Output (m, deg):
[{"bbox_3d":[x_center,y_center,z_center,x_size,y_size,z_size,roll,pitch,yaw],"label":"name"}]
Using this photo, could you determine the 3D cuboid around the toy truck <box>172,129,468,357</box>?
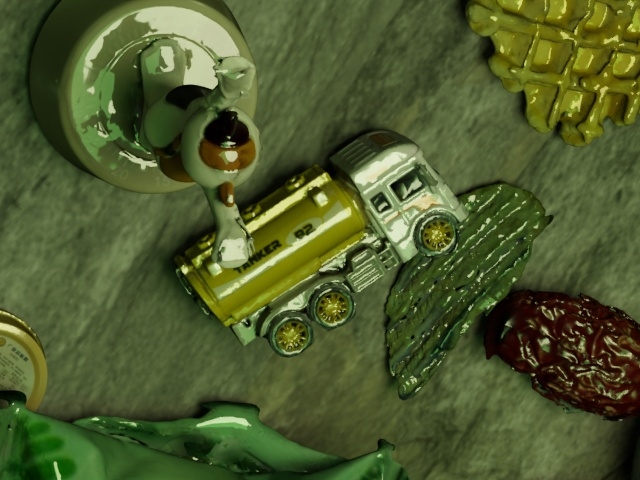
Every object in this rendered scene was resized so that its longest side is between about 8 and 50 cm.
[{"bbox_3d":[0.000,0.000,1.557,0.227,0.098,0.114,-34,111,-5],"label":"toy truck"}]

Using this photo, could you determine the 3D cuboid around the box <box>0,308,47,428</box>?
[{"bbox_3d":[-0.270,0.105,1.529,0.105,0.037,0.106,-7,112,-18],"label":"box"}]

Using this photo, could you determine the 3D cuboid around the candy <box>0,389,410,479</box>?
[{"bbox_3d":[-0.148,0.259,1.563,0.397,0.172,0.263,9,109,-12],"label":"candy"}]

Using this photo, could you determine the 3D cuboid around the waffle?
[{"bbox_3d":[0.243,-0.219,1.592,0.261,0.056,0.250,-32,115,-4],"label":"waffle"}]

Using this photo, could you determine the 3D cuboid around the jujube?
[{"bbox_3d":[0.224,0.092,1.672,0.166,0.104,0.104,30,96,-25],"label":"jujube"}]

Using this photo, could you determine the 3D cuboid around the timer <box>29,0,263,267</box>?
[{"bbox_3d":[-0.100,-0.088,1.393,0.175,0.266,0.175,-7,111,-18],"label":"timer"}]

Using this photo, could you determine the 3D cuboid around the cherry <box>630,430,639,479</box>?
[{"bbox_3d":[0.396,0.203,1.701,0.255,0.218,0.296,49,66,-32],"label":"cherry"}]

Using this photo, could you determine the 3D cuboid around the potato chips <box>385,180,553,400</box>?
[{"bbox_3d":[0.110,0.035,1.644,0.092,0.028,0.207,39,93,-5],"label":"potato chips"}]
